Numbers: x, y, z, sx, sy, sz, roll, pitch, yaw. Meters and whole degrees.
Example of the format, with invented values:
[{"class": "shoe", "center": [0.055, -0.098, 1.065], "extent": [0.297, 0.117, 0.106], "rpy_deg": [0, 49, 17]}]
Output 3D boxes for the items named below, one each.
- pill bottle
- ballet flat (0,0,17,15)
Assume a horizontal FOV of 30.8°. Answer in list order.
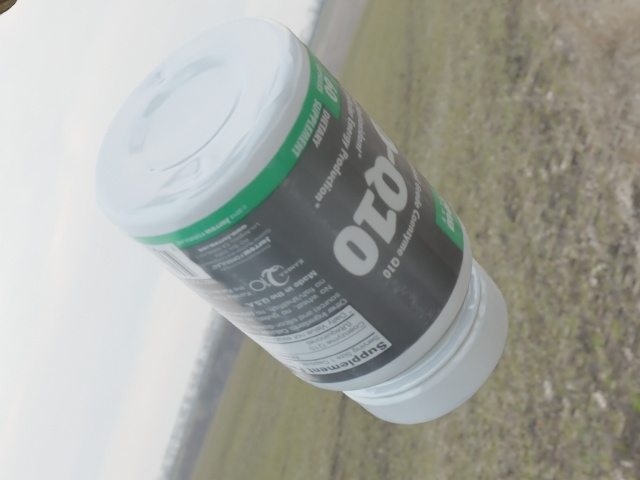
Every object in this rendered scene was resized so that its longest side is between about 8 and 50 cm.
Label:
[{"class": "pill bottle", "center": [0.000, 0.000, 0.985], "extent": [0.204, 0.361, 0.204], "rpy_deg": [-24, 44, 25]}, {"class": "ballet flat", "center": [-0.275, -0.177, 0.621], "extent": [0.116, 0.342, 0.124], "rpy_deg": [-18, -37, -48]}]
